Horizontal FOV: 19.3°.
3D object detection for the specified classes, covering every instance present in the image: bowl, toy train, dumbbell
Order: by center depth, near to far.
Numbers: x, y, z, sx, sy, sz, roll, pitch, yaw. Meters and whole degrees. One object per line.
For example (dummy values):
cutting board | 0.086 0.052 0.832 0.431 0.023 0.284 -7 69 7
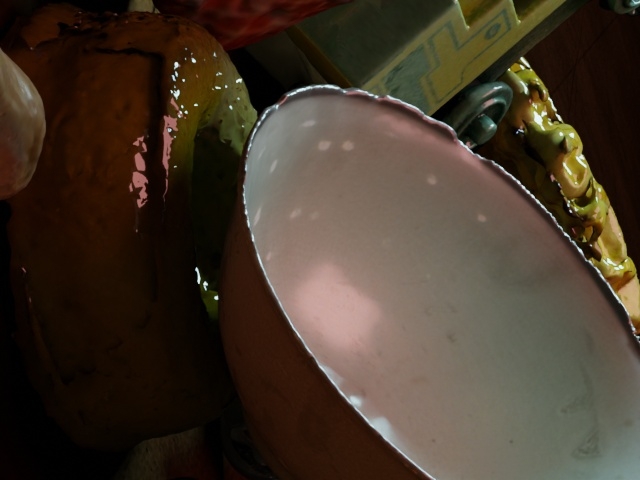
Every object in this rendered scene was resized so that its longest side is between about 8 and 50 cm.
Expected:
bowl | 0.041 0.075 1.083 0.313 0.146 0.313 29 36 -24
dumbbell | -0.013 0.135 1.321 0.254 0.082 0.081 32 50 -67
toy train | 0.150 -0.222 1.530 0.150 0.369 0.237 47 -5 24

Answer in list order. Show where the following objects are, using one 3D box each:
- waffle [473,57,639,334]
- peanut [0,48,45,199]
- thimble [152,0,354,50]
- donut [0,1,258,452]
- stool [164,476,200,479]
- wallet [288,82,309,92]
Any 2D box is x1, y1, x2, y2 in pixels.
waffle | 0.192 -0.074 1.819 0.379 0.095 0.382 58 -3 46
peanut | -0.199 -0.088 0.838 0.228 0.104 0.085 47 58 -56
thimble | -0.044 -0.309 1.156 0.350 0.231 0.350 58 18 -30
donut | -0.096 -0.011 1.111 0.272 0.107 0.272 -7 90 -72
stool | -0.033 0.218 1.117 0.228 0.139 0.153 33 48 -70
wallet | 0.000 0.000 1.516 0.137 0.031 0.255 46 36 -55
